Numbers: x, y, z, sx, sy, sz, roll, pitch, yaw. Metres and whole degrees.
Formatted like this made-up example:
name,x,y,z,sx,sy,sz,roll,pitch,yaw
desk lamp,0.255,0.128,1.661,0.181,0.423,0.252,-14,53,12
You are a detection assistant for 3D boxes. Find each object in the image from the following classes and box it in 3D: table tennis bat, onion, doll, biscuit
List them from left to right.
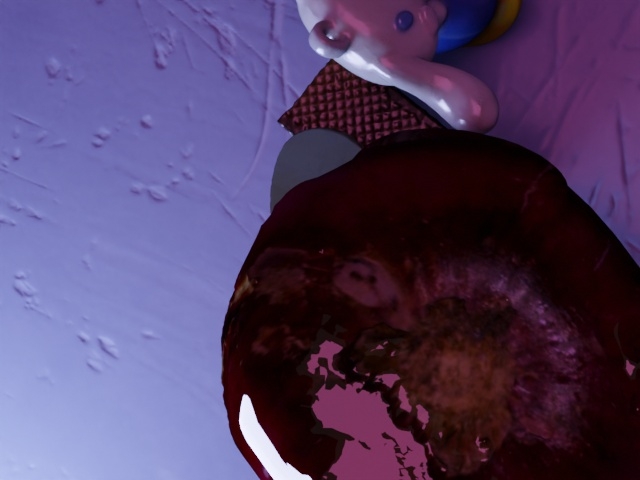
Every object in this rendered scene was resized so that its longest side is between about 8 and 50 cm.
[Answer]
name,x,y,z,sx,sy,sz,roll,pitch,yaw
table tennis bat,0.000,0.000,1.234,0.131,0.022,0.234,18,112,30
doll,0.044,-0.241,1.165,0.311,0.159,0.242,28,65,-6
biscuit,0.076,-0.090,1.227,0.252,0.070,0.106,42,100,19
onion,0.105,0.138,1.072,0.398,0.420,0.398,1,61,-2
